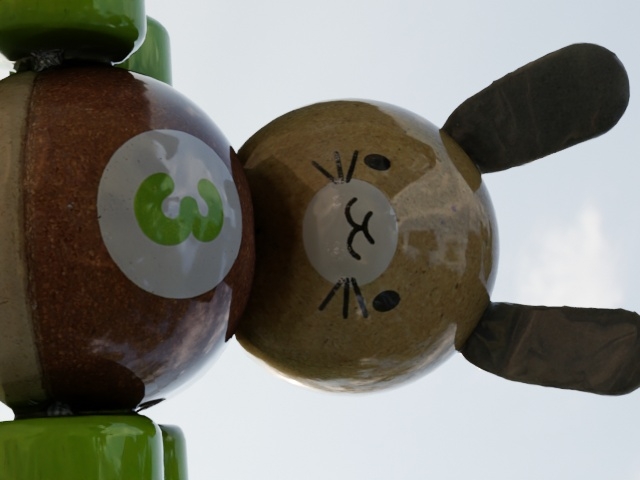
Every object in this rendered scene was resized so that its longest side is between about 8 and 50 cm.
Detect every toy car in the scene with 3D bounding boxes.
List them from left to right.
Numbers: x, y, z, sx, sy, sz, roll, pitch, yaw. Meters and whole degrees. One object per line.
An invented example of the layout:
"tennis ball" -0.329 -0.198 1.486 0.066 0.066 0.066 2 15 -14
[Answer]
"toy car" 0.000 0.000 0.436 0.149 0.188 0.155 90 -4 -82
